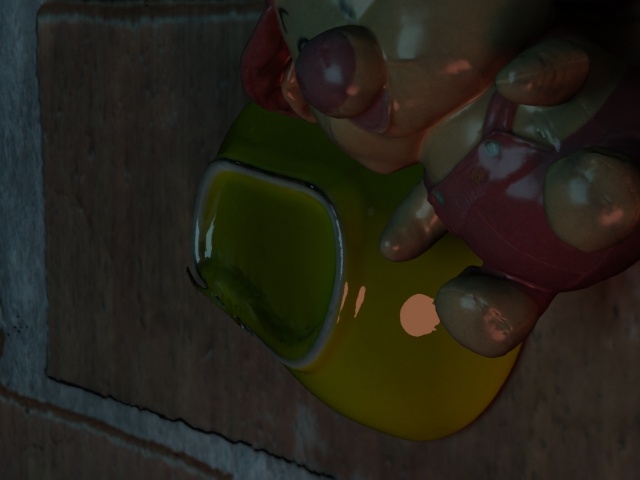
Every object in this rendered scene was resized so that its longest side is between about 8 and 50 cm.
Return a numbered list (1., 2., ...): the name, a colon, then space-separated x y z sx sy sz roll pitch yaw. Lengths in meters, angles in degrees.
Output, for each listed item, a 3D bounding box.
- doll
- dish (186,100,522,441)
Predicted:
1. doll: 0.064 -0.082 0.760 0.196 0.152 0.256 -40 78 23
2. dish: 0.000 0.000 0.922 0.262 0.108 0.221 32 117 42
